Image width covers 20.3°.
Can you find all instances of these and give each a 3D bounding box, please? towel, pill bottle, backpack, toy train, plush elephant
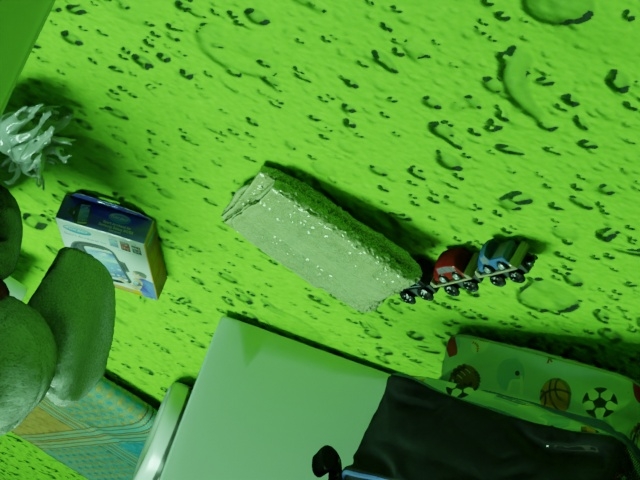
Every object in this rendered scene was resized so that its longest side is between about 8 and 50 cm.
[{"bbox_3d":[-0.282,0.187,1.990,0.271,0.040,0.370,-10,141,47],"label":"towel"},{"bbox_3d":[-0.076,0.235,1.830,0.209,0.119,0.119,22,156,-6],"label":"pill bottle"},{"bbox_3d":[0.179,0.212,1.470,0.277,0.213,0.263,18,156,40],"label":"backpack"},{"bbox_3d":[0.105,0.021,1.345,0.036,0.027,0.158,44,149,-21],"label":"toy train"},{"bbox_3d":[0.000,0.000,1.362,0.148,0.027,0.110,34,154,-10],"label":"towel"},{"bbox_3d":[-0.303,0.050,1.390,0.330,0.255,0.272,-12,179,30],"label":"plush elephant"}]

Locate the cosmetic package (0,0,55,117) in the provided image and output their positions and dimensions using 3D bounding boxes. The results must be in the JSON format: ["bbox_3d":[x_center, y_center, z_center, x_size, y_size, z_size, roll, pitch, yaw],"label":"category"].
[{"bbox_3d":[-0.417,-0.190,1.121,0.453,0.161,0.230,29,155,-19],"label":"cosmetic package"}]

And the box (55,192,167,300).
[{"bbox_3d":[-0.178,0.004,1.523,0.081,0.028,0.136,16,158,9],"label":"box"}]

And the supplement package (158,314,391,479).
[{"bbox_3d":[-0.045,0.236,1.625,0.204,0.261,0.145,20,157,-1],"label":"supplement package"}]

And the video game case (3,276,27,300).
[{"bbox_3d":[-0.393,0.031,1.710,0.206,0.026,0.227,33,155,-7],"label":"video game case"}]
